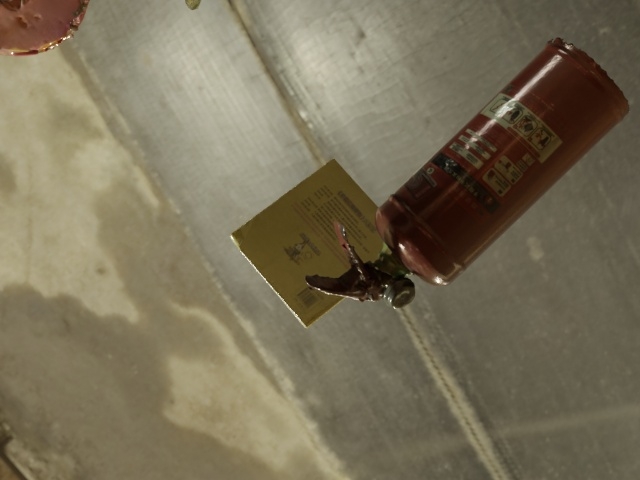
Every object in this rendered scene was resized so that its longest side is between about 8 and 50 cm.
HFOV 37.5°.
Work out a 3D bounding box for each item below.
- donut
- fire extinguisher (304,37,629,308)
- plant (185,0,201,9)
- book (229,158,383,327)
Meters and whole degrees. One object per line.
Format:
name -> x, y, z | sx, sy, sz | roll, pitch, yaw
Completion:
donut -> -0.435, -0.362, 1.336 | 0.233, 0.085, 0.199 | 2, 119, -4
fire extinguisher -> 0.130, -0.053, 0.899 | 0.147, 0.337, 0.106 | 45, -178, -42
plant -> -0.156, -0.206, 0.244 | 0.261, 0.297, 0.306 | 99, 153, -42
book -> 0.000, 0.000, 1.278 | 0.168, 0.192, 0.013 | 49, 162, 14
